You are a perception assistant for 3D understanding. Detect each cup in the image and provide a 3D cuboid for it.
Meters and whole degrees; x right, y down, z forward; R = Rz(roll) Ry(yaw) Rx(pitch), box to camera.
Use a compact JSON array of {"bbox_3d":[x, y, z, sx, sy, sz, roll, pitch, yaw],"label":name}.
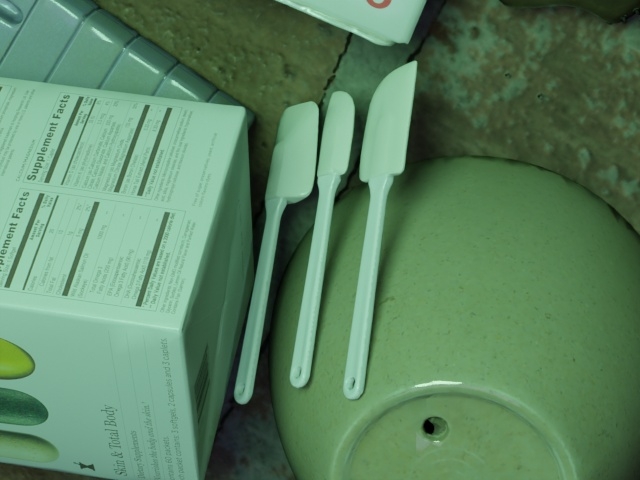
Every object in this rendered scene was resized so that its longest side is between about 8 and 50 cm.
[{"bbox_3d":[0.106,0.127,1.073,0.331,0.237,0.331,3,110,8],"label":"cup"}]

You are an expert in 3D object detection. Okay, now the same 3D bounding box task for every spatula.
[{"bbox_3d":[0.000,0.000,1.044,0.019,0.242,0.168,22,159,-38],"label":"spatula"}]

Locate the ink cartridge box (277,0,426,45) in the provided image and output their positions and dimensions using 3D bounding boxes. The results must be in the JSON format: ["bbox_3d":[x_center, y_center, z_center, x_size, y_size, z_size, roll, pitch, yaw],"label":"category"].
[{"bbox_3d":[0.023,-0.299,0.995,0.197,0.114,0.272,23,112,0],"label":"ink cartridge box"}]

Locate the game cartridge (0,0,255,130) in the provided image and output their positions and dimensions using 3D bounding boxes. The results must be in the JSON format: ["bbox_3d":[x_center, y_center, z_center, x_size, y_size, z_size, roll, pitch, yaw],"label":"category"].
[{"bbox_3d":[-0.234,-0.019,1.171,0.230,0.068,0.355,33,111,-8],"label":"game cartridge"}]

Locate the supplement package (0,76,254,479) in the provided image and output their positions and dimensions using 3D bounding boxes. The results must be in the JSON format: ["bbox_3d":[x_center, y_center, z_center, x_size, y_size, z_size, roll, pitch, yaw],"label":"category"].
[{"bbox_3d":[-0.195,0.026,1.009,0.263,0.198,0.199,8,141,6],"label":"supplement package"}]

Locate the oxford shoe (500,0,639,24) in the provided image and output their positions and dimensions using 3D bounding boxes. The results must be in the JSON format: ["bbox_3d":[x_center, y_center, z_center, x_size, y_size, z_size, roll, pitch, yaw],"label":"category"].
[{"bbox_3d":[0.230,-0.204,1.028,0.227,0.082,0.096,-2,132,8],"label":"oxford shoe"}]
